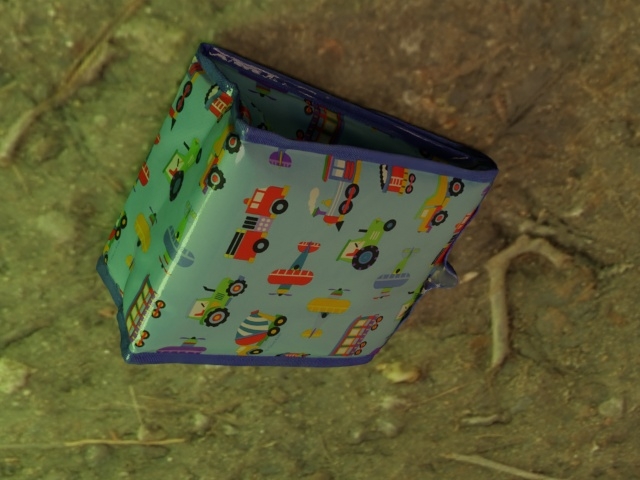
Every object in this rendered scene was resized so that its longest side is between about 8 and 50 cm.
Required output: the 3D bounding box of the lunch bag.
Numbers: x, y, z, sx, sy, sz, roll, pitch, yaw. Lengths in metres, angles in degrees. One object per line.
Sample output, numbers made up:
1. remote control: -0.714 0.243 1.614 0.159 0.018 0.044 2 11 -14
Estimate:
1. lunch bag: 0.000 0.000 1.000 0.293 0.138 0.221 14 119 -30
